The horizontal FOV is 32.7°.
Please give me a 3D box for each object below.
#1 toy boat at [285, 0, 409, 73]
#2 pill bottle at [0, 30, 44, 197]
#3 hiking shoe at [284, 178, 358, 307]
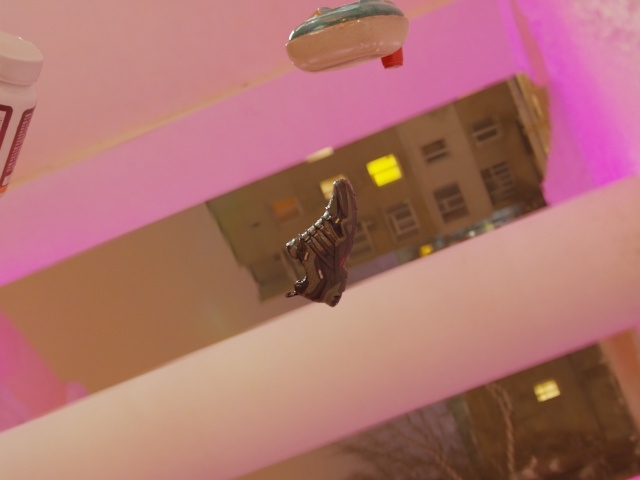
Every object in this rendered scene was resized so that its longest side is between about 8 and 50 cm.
[{"bbox_3d":[0.075,-0.429,2.222,0.318,0.268,0.148,-11,-89,-58],"label":"toy boat"},{"bbox_3d":[-0.843,-0.314,2.731,0.224,0.392,0.224,22,-159,-9],"label":"pill bottle"},{"bbox_3d":[0.000,0.000,1.903,0.086,0.114,0.226,-145,63,-86],"label":"hiking shoe"}]
